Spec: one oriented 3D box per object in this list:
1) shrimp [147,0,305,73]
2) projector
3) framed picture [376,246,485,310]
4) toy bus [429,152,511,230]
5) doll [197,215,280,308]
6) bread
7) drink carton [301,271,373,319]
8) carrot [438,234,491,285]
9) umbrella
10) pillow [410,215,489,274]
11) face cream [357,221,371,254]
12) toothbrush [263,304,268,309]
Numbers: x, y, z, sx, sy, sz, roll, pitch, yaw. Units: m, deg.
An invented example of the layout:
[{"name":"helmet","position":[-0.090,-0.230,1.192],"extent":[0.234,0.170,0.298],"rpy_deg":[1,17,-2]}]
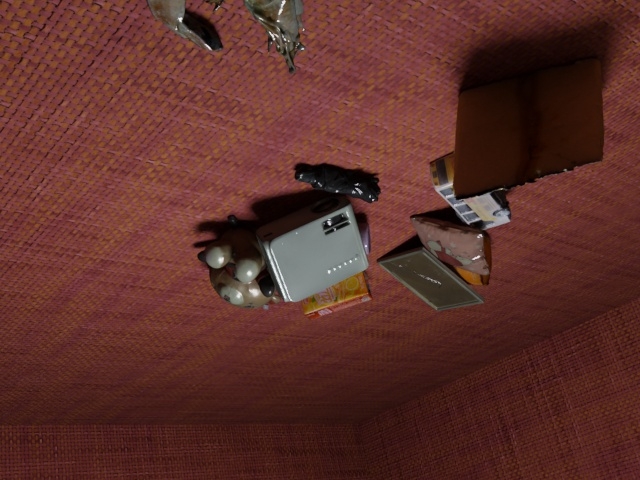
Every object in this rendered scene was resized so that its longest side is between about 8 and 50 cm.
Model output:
[{"name":"shrimp","position":[-0.145,-0.385,1.305],"extent":[0.247,0.085,0.360],"rpy_deg":[-14,153,24]},{"name":"projector","position":[-0.019,0.018,2.000],"extent":[0.251,0.108,0.198],"rpy_deg":[-25,119,-10]},{"name":"framed picture","position":[0.341,0.125,2.416],"extent":[0.289,0.016,0.213],"rpy_deg":[38,149,-23]},{"name":"toy bus","position":[0.406,-0.124,2.060],"extent":[0.138,0.097,0.342],"rpy_deg":[-21,153,21]},{"name":"doll","position":[-0.214,0.072,2.108],"extent":[0.235,0.174,0.330],"rpy_deg":[20,152,8]},{"name":"bread","position":[0.460,-0.197,1.686],"extent":[0.346,0.404,0.242],"rpy_deg":[-5,146,12]},{"name":"drink carton","position":[0.049,0.173,2.503],"extent":[0.223,0.096,0.071],"rpy_deg":[-18,154,11]},{"name":"carrot","position":[0.414,0.073,2.433],"extent":[0.225,0.159,0.159],"rpy_deg":[-7,158,24]},{"name":"umbrella","position":[0.043,-0.140,1.898],"extent":[0.236,0.066,0.059],"rpy_deg":[9,153,-33]},{"name":"pillow","position":[0.381,0.010,2.253],"extent":[0.223,0.084,0.236],"rpy_deg":[20,159,27]},{"name":"face cream","position":[0.000,0.000,2.156],"extent":[0.274,0.096,0.154],"rpy_deg":[-3,159,10]},{"name":"toothbrush","position":[-0.223,0.204,2.535],"extent":[0.011,0.014,0.167],"rpy_deg":[-18,155,31]}]
